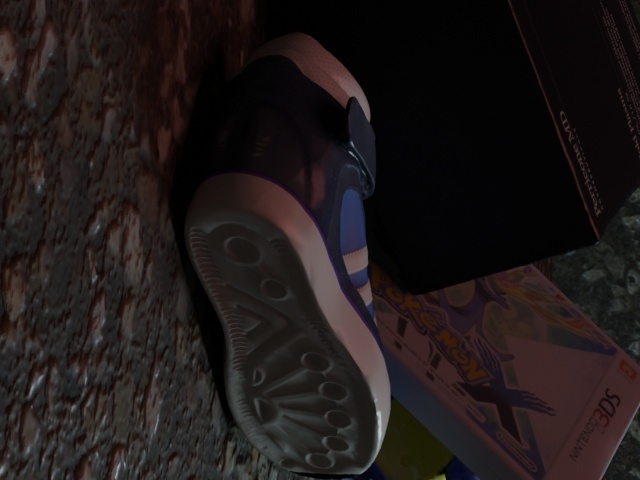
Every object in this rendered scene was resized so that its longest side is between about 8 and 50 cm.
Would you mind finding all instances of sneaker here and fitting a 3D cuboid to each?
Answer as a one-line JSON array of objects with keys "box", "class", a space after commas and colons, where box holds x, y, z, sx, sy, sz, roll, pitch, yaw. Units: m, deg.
[{"box": [-0.001, 0.000, 1.426, 0.323, 0.130, 0.236, 71, 27, -42], "class": "sneaker"}]

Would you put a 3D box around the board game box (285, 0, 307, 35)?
[{"box": [0.004, -0.100, 1.678, 0.259, 0.030, 0.136, 73, 20, -55], "class": "board game box"}]

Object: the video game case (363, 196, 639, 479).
[{"box": [0.129, 0.074, 1.619, 0.036, 0.329, 0.300, -48, 177, 29], "class": "video game case"}]

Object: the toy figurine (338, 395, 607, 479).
[{"box": [0.077, 0.155, 1.772, 0.362, 0.217, 0.191, 52, 4, 20], "class": "toy figurine"}]

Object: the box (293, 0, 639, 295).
[{"box": [0.141, -0.176, 1.618, 0.343, 0.179, 0.312, 68, 27, -9], "class": "box"}]
